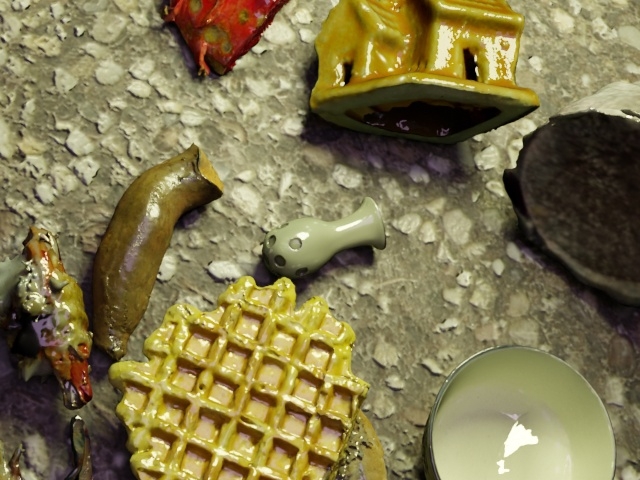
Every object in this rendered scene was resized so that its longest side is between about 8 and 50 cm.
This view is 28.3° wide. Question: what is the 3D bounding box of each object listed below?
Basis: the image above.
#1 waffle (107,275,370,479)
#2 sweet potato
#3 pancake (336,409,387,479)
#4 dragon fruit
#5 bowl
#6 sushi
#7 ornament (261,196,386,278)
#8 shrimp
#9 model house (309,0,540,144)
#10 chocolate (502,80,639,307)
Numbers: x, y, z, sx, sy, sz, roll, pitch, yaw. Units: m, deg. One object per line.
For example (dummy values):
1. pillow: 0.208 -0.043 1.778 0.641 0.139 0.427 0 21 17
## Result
1. waffle: -0.076 0.195 1.448 0.311 0.060 0.307 -32 80 -21
2. sweet potato: -0.204 0.006 1.519 0.112 0.085 0.286 25 67 -9
3. pancake: -0.050 0.269 1.482 0.282 0.049 0.283 6 66 -13
4. dragon fruit: -0.110 -0.358 1.654 0.161 0.126 0.274 36 65 0
5. bowl: 0.222 0.255 1.518 0.237 0.126 0.238 5 69 -13
6. sushi: -0.317 0.087 1.453 0.103 0.097 0.226 -18 74 -17
7. ornament: 0.000 0.000 1.585 0.156 0.081 0.075 -20 113 -22
8. shrimp: -0.341 0.224 1.424 0.152 0.046 0.219 -29 84 -21
9. model house: 0.131 -0.261 1.656 0.267 0.173 0.239 9 69 -14
10. chocolate: 0.417 -0.093 1.623 0.303 0.303 0.213 41 50 2
